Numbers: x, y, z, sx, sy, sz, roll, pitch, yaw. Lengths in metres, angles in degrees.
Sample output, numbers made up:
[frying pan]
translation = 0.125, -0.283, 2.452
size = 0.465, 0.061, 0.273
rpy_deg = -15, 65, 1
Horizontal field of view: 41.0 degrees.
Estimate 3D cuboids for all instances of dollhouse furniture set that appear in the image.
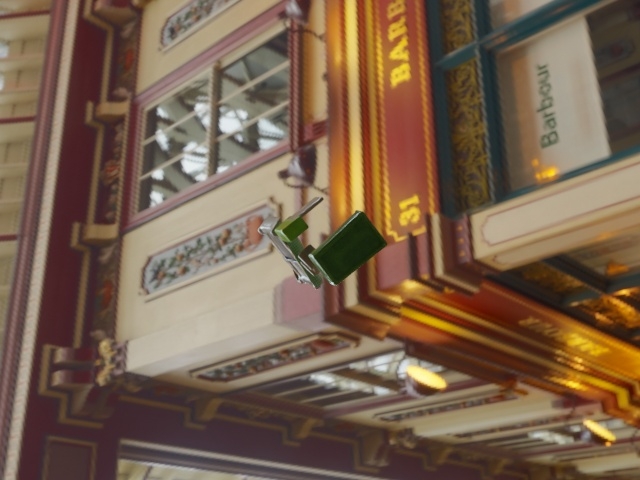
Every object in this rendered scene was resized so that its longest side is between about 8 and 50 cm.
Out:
[dollhouse furniture set]
translation = 0.000, 0.000, 0.775
size = 0.058, 0.151, 0.076
rpy_deg = -40, -77, -11
